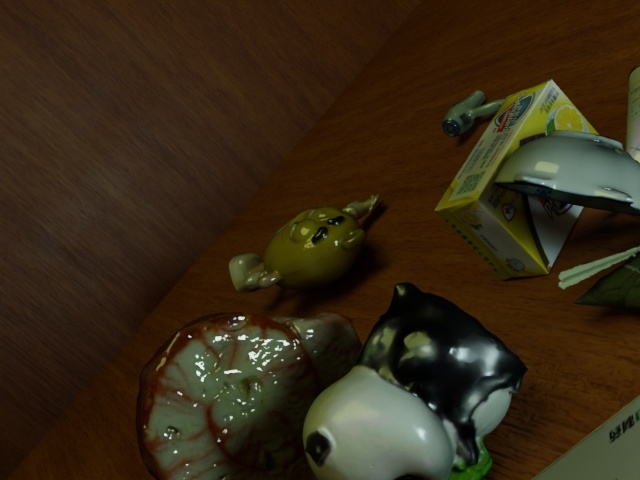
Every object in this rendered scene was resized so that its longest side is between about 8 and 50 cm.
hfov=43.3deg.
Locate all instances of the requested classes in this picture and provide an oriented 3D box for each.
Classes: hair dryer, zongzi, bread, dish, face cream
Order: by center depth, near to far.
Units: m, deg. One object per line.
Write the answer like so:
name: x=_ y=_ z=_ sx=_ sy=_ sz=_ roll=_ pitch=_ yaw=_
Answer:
zongzi: x=0.353 y=0.067 z=0.930 sx=0.113 sy=0.052 sz=0.104 roll=-33 pitch=17 yaw=17
dish: x=0.345 y=-0.091 z=1.034 sx=0.236 sy=0.228 sz=0.086 roll=3 pitch=-81 yaw=-70
bread: x=-0.092 y=0.246 z=1.132 sx=0.114 sy=0.328 sz=0.295 roll=176 pitch=95 yaw=-67
face cream: x=0.484 y=-0.171 z=1.183 sx=0.092 sy=0.058 sz=0.243 roll=-26 pitch=32 yaw=37
hair dryer: x=0.366 y=-0.301 z=1.750 sx=0.199 sy=0.067 sz=0.167 roll=-21 pitch=23 yaw=31

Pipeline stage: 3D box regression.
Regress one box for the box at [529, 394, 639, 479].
box: x=0.224 y=0.280 z=0.620 sx=0.333 sy=0.145 sz=0.173 roll=-42 pitch=20 yaw=11

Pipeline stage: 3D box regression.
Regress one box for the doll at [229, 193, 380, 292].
doll: x=-0.030 y=0.018 z=1.770 sx=0.423 sy=0.161 sz=0.348 roll=-29 pitch=10 yaw=30

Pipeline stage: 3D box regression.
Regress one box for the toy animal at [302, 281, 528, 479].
toy animal: x=0.111 y=0.207 z=0.960 sx=0.266 sy=0.212 sz=0.212 roll=-54 pitch=19 yaw=-13

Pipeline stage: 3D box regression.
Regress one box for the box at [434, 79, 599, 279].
box: x=0.310 y=-0.091 z=1.211 sx=0.265 sy=0.168 sz=0.097 roll=-53 pitch=17 yaw=-26

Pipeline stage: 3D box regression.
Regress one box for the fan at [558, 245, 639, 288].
fan: x=0.459 y=-0.027 z=0.886 sx=0.415 sy=0.012 sz=0.233 roll=-23 pitch=25 yaw=28
